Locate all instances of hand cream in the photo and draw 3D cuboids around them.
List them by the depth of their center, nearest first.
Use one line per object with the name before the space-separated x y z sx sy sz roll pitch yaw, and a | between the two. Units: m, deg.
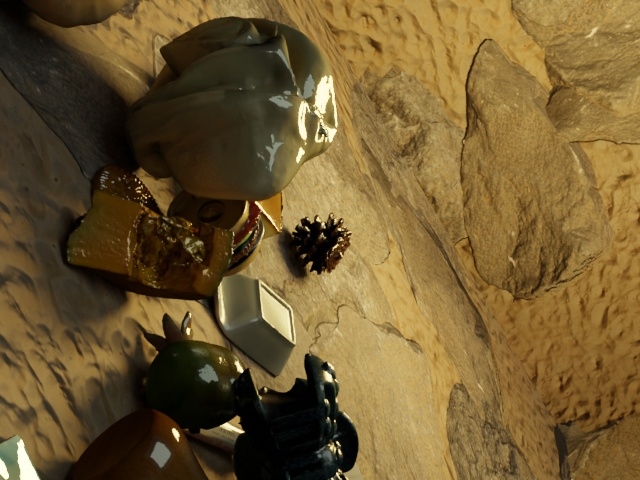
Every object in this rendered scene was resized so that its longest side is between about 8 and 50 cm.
hand cream | -0.166 0.296 1.787 0.209 0.043 0.067 37 33 -44

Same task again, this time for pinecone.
pinecone | -0.001 0.001 2.460 0.120 0.140 0.140 24 13 14

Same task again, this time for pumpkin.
pumpkin | -0.266 0.014 1.731 0.248 0.126 0.131 21 79 -21

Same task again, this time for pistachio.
pistachio | -0.399 -0.465 1.843 0.230 0.230 0.309 54 17 -30

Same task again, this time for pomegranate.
pomegranate | -0.197 0.196 1.701 0.152 0.131 0.191 16 26 -46

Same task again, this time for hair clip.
hair clip | -0.023 0.316 1.628 0.206 0.194 0.310 176 -98 -81

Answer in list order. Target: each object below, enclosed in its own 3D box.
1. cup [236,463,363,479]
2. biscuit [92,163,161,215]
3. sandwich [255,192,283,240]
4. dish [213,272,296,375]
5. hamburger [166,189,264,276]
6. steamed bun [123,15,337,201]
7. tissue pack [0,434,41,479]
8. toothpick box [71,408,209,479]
cup | -0.016 0.384 1.837 0.221 0.166 0.202 -67 159 1
biscuit | -0.303 -0.039 1.845 0.188 0.027 0.188 53 23 -34
sandwich | -0.162 -0.125 2.200 0.186 0.108 0.220 48 27 -43
dish | -0.117 0.132 2.078 0.234 0.064 0.154 43 29 -46
hamburger | -0.173 -0.015 1.970 0.137 0.175 0.175 63 14 -48
steamed bun | -0.150 -0.250 1.944 0.367 0.342 0.255 -42 136 -48
tissue pack | -0.332 0.355 1.195 0.263 0.089 0.177 63 18 0
toothpick box | -0.176 0.365 1.464 0.294 0.192 0.192 53 22 -16
